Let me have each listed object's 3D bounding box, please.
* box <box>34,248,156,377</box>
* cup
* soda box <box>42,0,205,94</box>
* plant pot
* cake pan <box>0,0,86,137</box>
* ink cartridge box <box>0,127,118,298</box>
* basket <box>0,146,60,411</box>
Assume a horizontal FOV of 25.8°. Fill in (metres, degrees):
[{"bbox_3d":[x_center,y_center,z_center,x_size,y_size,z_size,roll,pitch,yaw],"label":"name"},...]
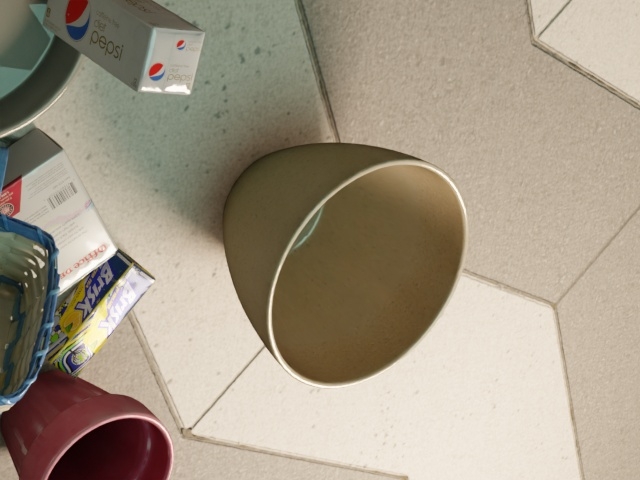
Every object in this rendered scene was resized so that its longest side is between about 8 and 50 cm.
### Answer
[{"bbox_3d":[-0.295,0.092,1.821,0.169,0.059,0.054,-51,138,-3],"label":"box"},{"bbox_3d":[0.000,0.000,1.888,0.331,0.237,0.331,-20,126,-30],"label":"cup"},{"bbox_3d":[-0.215,-0.228,1.502,0.069,0.216,0.074,-2,116,-41],"label":"soda box"},{"bbox_3d":[-0.320,0.268,1.821,0.201,0.180,0.201,-20,126,-30],"label":"plant pot"},{"bbox_3d":[-0.387,-0.249,1.538,0.293,0.054,0.293,-21,127,-30],"label":"cake pan"},{"bbox_3d":[-0.344,-0.026,1.698,0.127,0.072,0.175,-37,134,-17],"label":"ink cartridge box"},{"bbox_3d":[-0.389,0.067,1.524,0.201,0.255,0.289,16,146,-17],"label":"basket"}]
